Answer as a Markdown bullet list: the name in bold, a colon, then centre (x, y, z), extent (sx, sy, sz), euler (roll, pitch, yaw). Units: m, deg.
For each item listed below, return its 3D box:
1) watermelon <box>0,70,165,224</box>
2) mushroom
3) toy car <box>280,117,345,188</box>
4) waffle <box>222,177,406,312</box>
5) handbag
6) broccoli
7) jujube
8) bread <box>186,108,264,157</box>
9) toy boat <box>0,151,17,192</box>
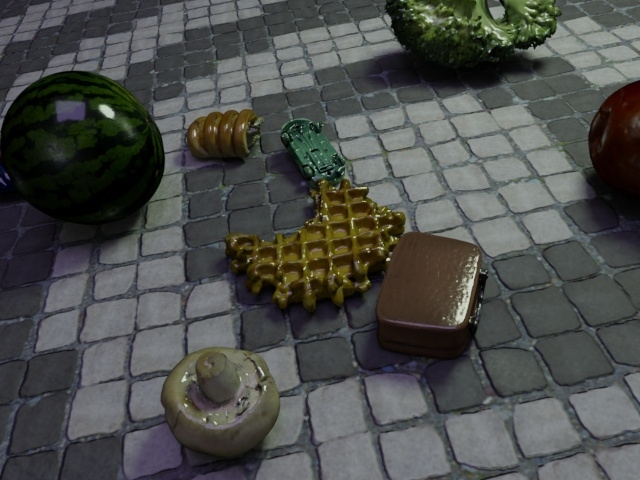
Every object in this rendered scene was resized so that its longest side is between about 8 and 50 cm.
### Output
- **watermelon**: centre (-0.436, -0.170, 1.051), extent (0.286, 0.285, 0.285), euler (-5, 44, 5)
- **mushroom**: centre (-0.128, 0.201, 0.729), extent (0.154, 0.122, 0.154), euler (-2, 38, 2)
- **toy car**: centre (-0.016, -0.178, 1.144), extent (0.094, 0.058, 0.186), euler (-23, 57, -14)
- **waffle**: centre (0.000, 0.000, 0.952), extent (0.293, 0.069, 0.260), euler (-37, 49, -24)
- **handbag**: centre (0.169, 0.078, 0.841), extent (0.152, 0.072, 0.193), euler (7, 44, 17)
- **broccoli**: centre (0.309, -0.595, 1.298), extent (0.353, 0.396, 0.275), euler (-26, 21, -11)
- **jujube**: centre (0.617, -0.158, 0.921), extent (0.319, 0.223, 0.223), euler (10, 47, 9)
- **bread**: centre (-0.207, -0.231, 1.216), extent (0.178, 0.084, 0.119), euler (-2, 44, 14)
- **toy boat**: centre (-0.648, -0.209, 1.282), extent (0.219, 0.071, 0.318), euler (17, 46, 21)
